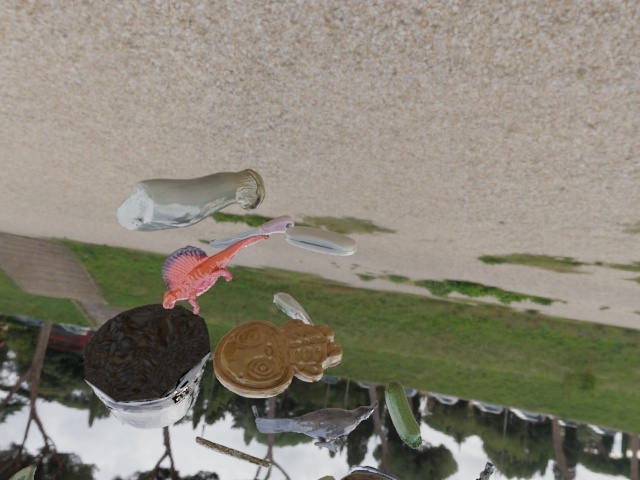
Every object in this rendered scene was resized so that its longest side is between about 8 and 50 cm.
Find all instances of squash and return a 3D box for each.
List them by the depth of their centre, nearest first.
[{"bbox_3d":[0.265,0.562,1.596,0.077,0.219,0.068,-26,162,8],"label":"squash"}]

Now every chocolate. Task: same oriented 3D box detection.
[{"bbox_3d":[-0.531,0.434,1.566,0.384,0.383,0.331,8,127,6],"label":"chocolate"}]

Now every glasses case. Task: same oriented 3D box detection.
[{"bbox_3d":[0.000,0.000,1.360,0.204,0.051,0.081,13,-159,15],"label":"glasses case"}]

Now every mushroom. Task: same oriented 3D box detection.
[{"bbox_3d":[-0.284,-0.099,1.137,0.329,0.122,0.159,-18,-161,-40],"label":"mushroom"}]

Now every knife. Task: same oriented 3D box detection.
[{"bbox_3d":[-0.262,-0.020,1.909,0.336,0.081,0.043,-18,-141,-11],"label":"knife"}]

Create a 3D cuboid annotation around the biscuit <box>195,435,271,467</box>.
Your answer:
[{"bbox_3d":[-0.265,0.651,1.505,0.237,0.026,0.131,18,156,4],"label":"biscuit"}]

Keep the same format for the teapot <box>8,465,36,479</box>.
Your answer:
[{"bbox_3d":[-0.557,0.490,0.889,0.091,0.092,0.124,-29,-171,13],"label":"teapot"}]

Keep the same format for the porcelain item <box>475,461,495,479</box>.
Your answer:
[{"bbox_3d":[0.324,0.522,1.018,0.021,0.136,0.075,18,160,34],"label":"porcelain item"}]

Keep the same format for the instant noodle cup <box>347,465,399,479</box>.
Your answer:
[{"bbox_3d":[0.151,0.943,1.576,0.284,0.312,0.284,20,137,20],"label":"instant noodle cup"}]

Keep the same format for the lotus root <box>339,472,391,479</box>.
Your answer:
[{"bbox_3d":[0.105,0.633,1.205,0.210,0.120,0.120,8,172,-18],"label":"lotus root"}]

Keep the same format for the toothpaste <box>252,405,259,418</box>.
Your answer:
[{"bbox_3d":[-0.245,0.671,1.895,0.015,0.083,0.024,-26,132,-9],"label":"toothpaste"}]

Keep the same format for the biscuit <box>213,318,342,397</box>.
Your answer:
[{"bbox_3d":[-0.093,0.252,1.102,0.289,0.044,0.202,-6,-142,-13],"label":"biscuit"}]

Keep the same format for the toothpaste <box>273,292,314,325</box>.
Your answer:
[{"bbox_3d":[-0.073,0.198,1.404,0.058,0.056,0.314,9,-177,-19],"label":"toothpaste"}]

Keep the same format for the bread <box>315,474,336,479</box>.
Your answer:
[{"bbox_3d":[-0.082,1.062,1.905,0.338,0.187,0.155,-8,-133,-36],"label":"bread"}]

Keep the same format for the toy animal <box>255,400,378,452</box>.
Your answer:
[{"bbox_3d":[0.003,0.516,1.363,0.367,0.081,0.206,-8,-179,-6],"label":"toy animal"}]

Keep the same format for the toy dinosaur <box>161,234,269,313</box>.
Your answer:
[{"bbox_3d":[-0.263,0.045,1.116,0.139,0.286,0.070,47,179,-31],"label":"toy dinosaur"}]
